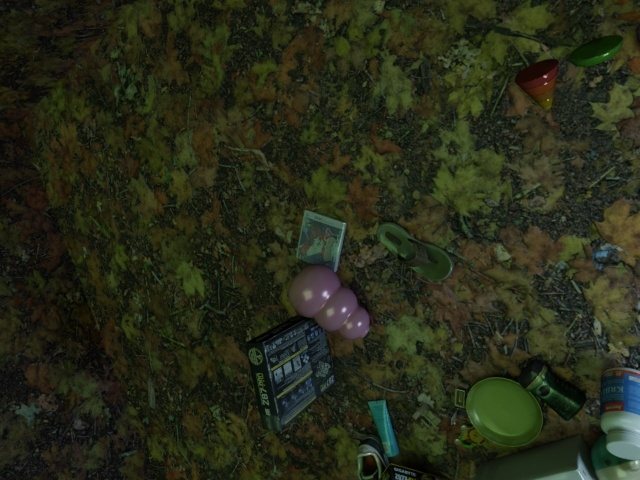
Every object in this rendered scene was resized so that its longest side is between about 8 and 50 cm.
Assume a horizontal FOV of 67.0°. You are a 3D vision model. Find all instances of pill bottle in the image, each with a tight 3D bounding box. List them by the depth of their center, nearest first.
[{"bbox_3d":[0.838,0.472,1.327,0.124,0.222,0.124,17,138,15],"label":"pill bottle"}]

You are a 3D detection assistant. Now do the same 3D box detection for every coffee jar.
[{"bbox_3d":[0.712,0.459,1.497,0.184,0.079,0.096,39,119,18],"label":"coffee jar"}]

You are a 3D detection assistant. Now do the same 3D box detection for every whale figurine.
[{"bbox_3d":[0.898,0.593,1.359,0.272,0.216,0.141,-43,46,36],"label":"whale figurine"}]

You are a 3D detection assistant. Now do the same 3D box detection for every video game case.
[{"bbox_3d":[0.000,0.000,1.867,0.183,0.023,0.202,20,109,27],"label":"video game case"}]

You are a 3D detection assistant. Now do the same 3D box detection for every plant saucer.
[{"bbox_3d":[0.608,0.562,1.605,0.240,0.037,0.241,6,103,29],"label":"plant saucer"}]

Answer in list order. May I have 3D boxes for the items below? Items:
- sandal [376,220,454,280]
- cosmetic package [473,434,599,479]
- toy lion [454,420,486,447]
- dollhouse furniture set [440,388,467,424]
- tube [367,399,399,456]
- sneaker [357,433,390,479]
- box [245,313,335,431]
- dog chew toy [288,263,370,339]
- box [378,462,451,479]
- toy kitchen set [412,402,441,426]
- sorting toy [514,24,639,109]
[{"bbox_3d":[0.309,0.044,1.652,0.302,0.086,0.120,32,114,22],"label":"sandal"},{"bbox_3d":[0.675,0.768,1.514,0.365,0.197,0.155,-34,82,33],"label":"cosmetic package"},{"bbox_3d":[0.527,0.682,1.684,0.096,0.034,0.100,23,111,17],"label":"toy lion"},{"bbox_3d":[0.454,0.574,1.673,0.090,0.081,0.115,6,103,30],"label":"dollhouse furniture set"},{"bbox_3d":[0.245,0.715,1.850,0.080,0.052,0.207,-20,84,27],"label":"tube"},{"bbox_3d":[0.227,0.924,1.856,0.126,0.127,0.321,-29,86,30],"label":"sneaker"},{"bbox_3d":[-0.094,0.462,1.797,0.097,0.394,0.319,-9,96,32],"label":"box"},{"bbox_3d":[0.042,0.238,1.794,0.331,0.206,0.207,38,117,10],"label":"dog chew toy"},{"bbox_3d":[0.304,0.983,1.775,0.256,0.079,0.322,18,114,-11],"label":"box"},{"bbox_3d":[0.374,0.649,1.739,0.083,0.075,0.068,43,119,21],"label":"toy kitchen set"},{"bbox_3d":[0.731,-0.458,1.312,0.365,0.127,0.126,-16,120,30],"label":"sorting toy"}]
